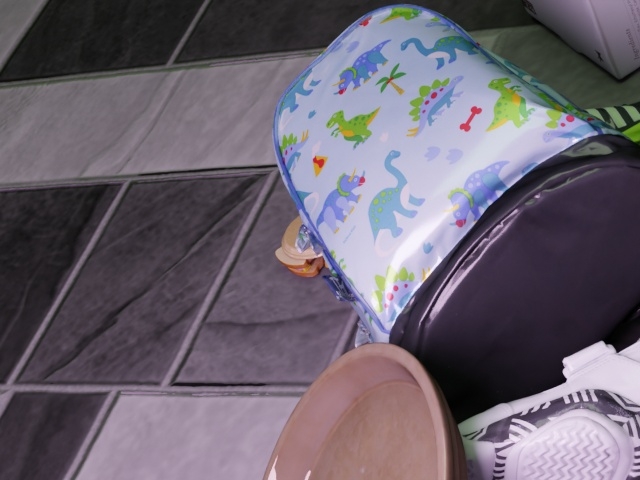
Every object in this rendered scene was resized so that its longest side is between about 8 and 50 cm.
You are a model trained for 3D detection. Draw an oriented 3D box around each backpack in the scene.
[{"bbox_3d":[0.111,-0.042,1.529,0.290,0.273,0.355,-46,22,11],"label":"backpack"}]

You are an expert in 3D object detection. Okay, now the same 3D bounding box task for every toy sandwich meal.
[{"bbox_3d":[0.000,0.000,1.713,0.085,0.029,0.086,-17,34,12],"label":"toy sandwich meal"}]

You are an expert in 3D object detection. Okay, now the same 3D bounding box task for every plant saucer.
[{"bbox_3d":[0.027,0.213,1.324,0.278,0.041,0.278,-41,40,48],"label":"plant saucer"}]

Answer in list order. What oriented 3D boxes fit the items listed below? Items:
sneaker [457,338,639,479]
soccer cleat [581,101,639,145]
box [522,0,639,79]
[{"bbox_3d":[0.258,0.104,1.339,0.365,0.137,0.210,-11,39,16],"label":"sneaker"},{"bbox_3d":[0.264,-0.096,1.635,0.178,0.060,0.072,1,30,32],"label":"soccer cleat"},{"bbox_3d":[0.262,-0.283,1.742,0.119,0.182,0.181,-33,37,-6],"label":"box"}]
